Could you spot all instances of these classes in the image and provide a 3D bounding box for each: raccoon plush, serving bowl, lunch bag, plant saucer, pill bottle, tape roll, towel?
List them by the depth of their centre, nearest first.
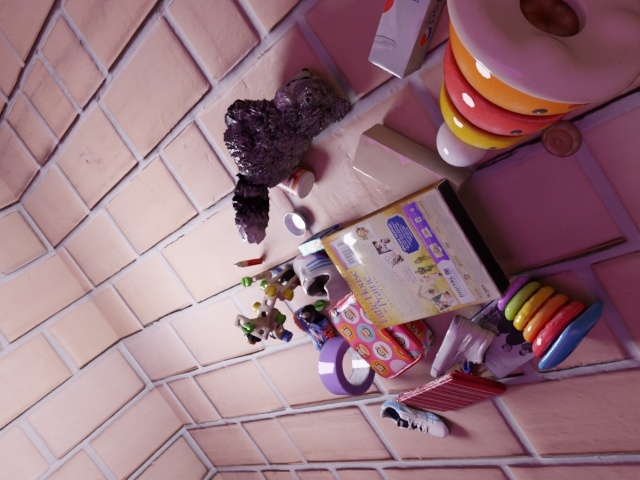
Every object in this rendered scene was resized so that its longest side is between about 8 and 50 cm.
[{"bbox_3d":[0.501,-0.210,1.270,0.083,0.015,0.083,23,132,27],"label":"plant saucer"},{"bbox_3d":[-0.067,-0.214,1.578,0.299,0.216,0.446,2,103,39],"label":"raccoon plush"},{"bbox_3d":[-0.099,-0.187,1.755,0.152,0.086,0.086,28,134,22],"label":"pill bottle"},{"bbox_3d":[0.378,0.444,1.771,0.199,0.031,0.275,18,145,-23],"label":"towel"},{"bbox_3d":[0.191,0.248,1.806,0.293,0.120,0.258,47,134,5],"label":"lunch bag"},{"bbox_3d":[-0.072,-0.054,1.872,0.083,0.027,0.083,22,131,28],"label":"serving bowl"},{"bbox_3d":[0.087,0.400,1.945,0.080,0.189,0.189,-13,110,46],"label":"tape roll"}]

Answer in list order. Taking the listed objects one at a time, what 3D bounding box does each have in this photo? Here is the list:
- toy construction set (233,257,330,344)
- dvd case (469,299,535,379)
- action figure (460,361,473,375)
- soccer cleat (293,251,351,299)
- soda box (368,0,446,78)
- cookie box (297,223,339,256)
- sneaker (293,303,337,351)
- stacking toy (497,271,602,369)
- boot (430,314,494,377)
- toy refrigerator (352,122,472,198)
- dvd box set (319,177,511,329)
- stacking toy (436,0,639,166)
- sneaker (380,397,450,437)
[{"bbox_3d":[-0.187,0.191,1.955,0.309,0.237,0.257,48,115,20],"label":"toy construction set"},{"bbox_3d":[0.482,0.258,1.618,0.179,0.029,0.239,43,139,8],"label":"dvd case"},{"bbox_3d":[0.424,0.372,1.755,0.038,0.030,0.115,14,129,28],"label":"action figure"},{"bbox_3d":[-0.018,0.105,1.812,0.331,0.143,0.116,5,122,58],"label":"soccer cleat"},{"bbox_3d":[0.197,-0.492,1.269,0.098,0.091,0.286,35,136,17],"label":"soda box"},{"bbox_3d":[0.000,0.000,1.801,0.107,0.092,0.040,-23,100,47],"label":"cookie box"},{"bbox_3d":[0.003,0.301,2.031,0.221,0.083,0.087,42,133,6],"label":"sneaker"},{"bbox_3d":[0.490,0.146,1.458,0.302,0.175,0.166,42,137,26],"label":"stacking toy"},{"bbox_3d":[0.386,0.313,1.653,0.123,0.095,0.258,25,141,15],"label":"boot"},{"bbox_3d":[0.221,-0.175,1.483,0.269,0.094,0.102,31,132,18],"label":"toy refrigerator"},{"bbox_3d":[0.222,0.053,1.529,0.420,0.062,0.308,-26,100,47],"label":"dvd box set"},{"bbox_3d":[0.354,-0.296,1.187,0.350,0.350,0.480,41,157,10],"label":"stacking toy"},{"bbox_3d":[0.304,0.590,1.975,0.237,0.086,0.085,16,127,31],"label":"sneaker"}]
